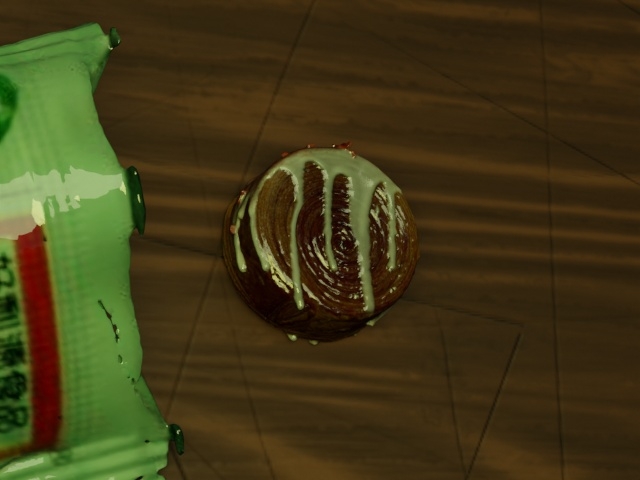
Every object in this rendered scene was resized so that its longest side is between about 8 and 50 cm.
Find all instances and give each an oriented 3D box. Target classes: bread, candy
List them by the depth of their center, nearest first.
[{"bbox_3d":[-0.247,0.049,1.430,0.263,0.172,0.398,-10,95,-16],"label":"candy"},{"bbox_3d":[0.000,0.000,1.581,0.160,0.073,0.160,8,68,-20],"label":"bread"}]
